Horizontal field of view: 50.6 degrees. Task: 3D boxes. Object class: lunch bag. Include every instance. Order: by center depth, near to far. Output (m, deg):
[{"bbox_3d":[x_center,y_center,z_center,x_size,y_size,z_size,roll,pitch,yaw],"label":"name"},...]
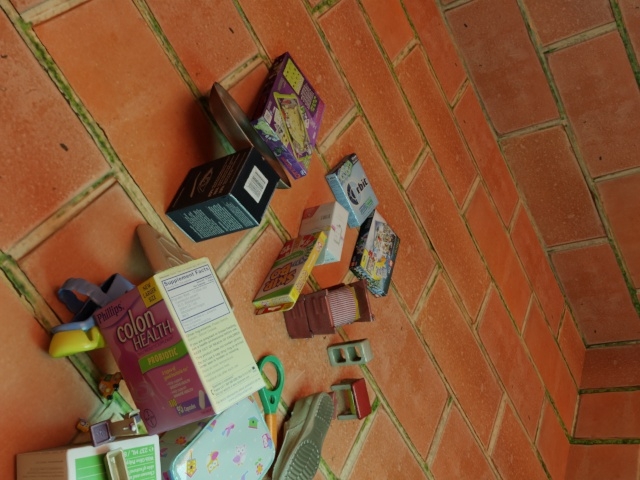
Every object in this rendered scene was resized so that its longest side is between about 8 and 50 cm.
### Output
[{"bbox_3d":[-0.221,0.461,1.404,0.279,0.108,0.224,-43,118,-49],"label":"lunch bag"}]

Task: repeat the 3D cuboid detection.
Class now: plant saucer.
[{"bbox_3d":[-0.177,-0.241,1.634,0.310,0.050,0.310,54,6,-8],"label":"plant saucer"}]

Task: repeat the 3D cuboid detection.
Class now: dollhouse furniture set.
[{"bbox_3d":[-0.303,0.339,1.099,0.091,0.081,0.114,-7,81,-57],"label":"dollhouse furniture set"},{"bbox_3d":[0.052,0.303,1.785,0.201,0.152,0.374,-12,89,-54],"label":"dollhouse furniture set"}]

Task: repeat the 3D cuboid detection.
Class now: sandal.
[{"bbox_3d":[-0.376,0.124,1.299,0.317,0.126,0.138,-8,81,-56],"label":"sandal"}]

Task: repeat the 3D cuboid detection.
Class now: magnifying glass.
[{"bbox_3d":[-0.121,0.394,1.635,0.092,0.026,0.231,17,63,-50],"label":"magnifying glass"}]

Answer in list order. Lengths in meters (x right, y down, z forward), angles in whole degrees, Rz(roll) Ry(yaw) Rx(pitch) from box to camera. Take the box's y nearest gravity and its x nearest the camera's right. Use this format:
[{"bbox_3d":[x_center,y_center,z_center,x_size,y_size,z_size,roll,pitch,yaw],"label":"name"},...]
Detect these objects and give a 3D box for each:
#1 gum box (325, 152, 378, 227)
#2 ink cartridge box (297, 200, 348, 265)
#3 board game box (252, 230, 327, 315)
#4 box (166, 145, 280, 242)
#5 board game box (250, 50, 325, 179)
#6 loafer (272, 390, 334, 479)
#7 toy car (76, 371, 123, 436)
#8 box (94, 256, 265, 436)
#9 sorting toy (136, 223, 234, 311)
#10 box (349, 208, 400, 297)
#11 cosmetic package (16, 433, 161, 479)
[{"bbox_3d":[0.100,-0.156,2.096,0.157,0.041,0.184,-49,119,-48],"label":"gum box"},{"bbox_3d":[0.000,0.000,1.847,0.067,0.115,0.198,41,50,-39],"label":"ink cartridge box"},{"bbox_3d":[-0.078,0.081,1.706,0.039,0.124,0.259,52,42,-28],"label":"board game box"},{"bbox_3d":[-0.217,-0.100,1.508,0.108,0.207,0.153,49,45,-33],"label":"box"},{"bbox_3d":[-0.081,-0.349,1.861,0.208,0.056,0.347,47,34,-28],"label":"board game box"},{"bbox_3d":[-0.050,0.490,1.640,0.102,0.092,0.268,54,46,-28],"label":"loafer"},{"bbox_3d":[-0.409,0.294,1.253,0.040,0.060,0.122,31,41,-5],"label":"toy car"},{"bbox_3d":[-0.245,0.184,1.158,0.117,0.213,0.243,-21,85,-49],"label":"box"},{"bbox_3d":[-0.289,0.064,1.425,0.208,0.038,0.193,36,9,-39],"label":"sorting toy"},{"bbox_3d":[0.174,0.040,2.128,0.159,0.044,0.233,48,44,-33],"label":"box"},{"bbox_3d":[-0.379,0.525,1.131,0.197,0.155,0.365,7,71,-55],"label":"cosmetic package"}]
